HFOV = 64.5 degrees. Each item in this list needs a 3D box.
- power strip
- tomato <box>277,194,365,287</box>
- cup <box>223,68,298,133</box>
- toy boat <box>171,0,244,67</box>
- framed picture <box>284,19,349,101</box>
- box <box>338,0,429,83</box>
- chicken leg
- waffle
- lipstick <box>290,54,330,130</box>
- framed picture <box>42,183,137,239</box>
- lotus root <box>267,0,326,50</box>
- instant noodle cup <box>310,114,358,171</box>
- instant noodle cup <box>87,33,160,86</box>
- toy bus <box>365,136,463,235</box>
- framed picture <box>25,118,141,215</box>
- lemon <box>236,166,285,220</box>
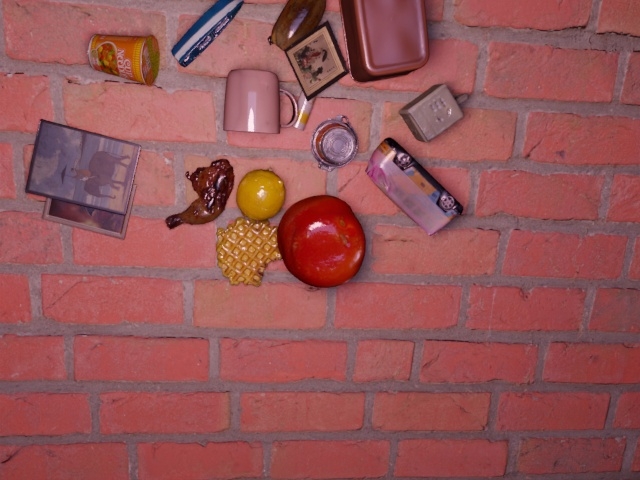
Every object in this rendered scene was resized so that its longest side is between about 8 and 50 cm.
[{"bbox_3d":[0.416,-0.470,1.806,0.224,0.139,0.140,-37,104,4],"label":"power strip"},{"bbox_3d":[0.000,0.000,1.813,0.289,0.293,0.325,-12,115,-15],"label":"tomato"},{"bbox_3d":[-0.199,-0.466,1.721,0.253,0.191,0.200,1,101,-15],"label":"cup"},{"bbox_3d":[-0.375,-0.705,1.687,0.299,0.096,0.062,-44,96,3],"label":"toy boat"},{"bbox_3d":[-0.010,-0.605,1.721,0.195,0.010,0.199,-38,126,-12],"label":"framed picture"},{"bbox_3d":[0.211,-0.711,1.677,0.239,0.229,0.339,-11,105,-4],"label":"box"},{"bbox_3d":[-0.428,-0.157,1.834,0.177,0.083,0.322,26,99,-3],"label":"chicken leg"},{"bbox_3d":[-0.262,0.044,1.910,0.291,0.051,0.291,-1,104,-3],"label":"waffle"},{"bbox_3d":[-0.038,-0.522,1.786,0.059,0.059,0.264,20,102,-11],"label":"lipstick"},{"bbox_3d":[-0.826,-0.140,1.820,0.289,0.020,0.211,16,101,-9],"label":"framed picture"},{"bbox_3d":[-0.072,-0.737,1.696,0.124,0.123,0.241,31,102,-23],"label":"lotus root"},{"bbox_3d":[0.058,-0.341,1.807,0.177,0.125,0.208,3,104,-7],"label":"instant noodle cup"},{"bbox_3d":[-0.644,-0.602,1.660,0.185,0.168,0.168,9,103,-1],"label":"instant noodle cup"},{"bbox_3d":[0.327,-0.193,1.854,0.386,0.171,0.162,42,100,-14],"label":"toy bus"},{"bbox_3d":[-0.828,-0.252,1.776,0.347,0.016,0.265,15,95,-9],"label":"framed picture"},{"bbox_3d":[-0.215,-0.158,1.803,0.173,0.173,0.206,30,115,-12],"label":"lemon"}]
